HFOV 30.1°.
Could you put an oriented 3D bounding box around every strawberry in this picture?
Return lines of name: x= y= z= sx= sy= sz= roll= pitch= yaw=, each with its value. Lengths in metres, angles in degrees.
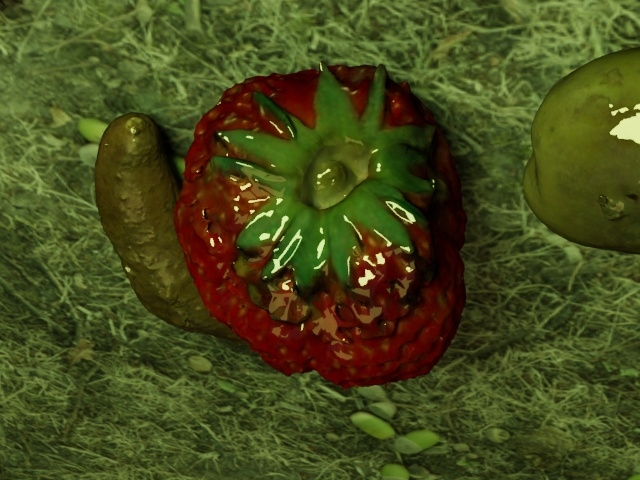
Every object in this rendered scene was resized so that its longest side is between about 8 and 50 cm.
strawberry: x=0.000 y=0.000 z=0.990 sx=0.238 sy=0.250 sz=0.288 roll=7 pitch=162 yaw=-2

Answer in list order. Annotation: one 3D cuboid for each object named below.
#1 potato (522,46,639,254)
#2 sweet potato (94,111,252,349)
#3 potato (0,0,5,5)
potato: x=0.299 y=-0.065 z=0.907 sx=0.296 sy=0.141 sz=0.192 roll=-7 pitch=136 yaw=17
sweet potato: x=-0.133 y=0.022 z=1.140 sx=0.114 sy=0.092 sz=0.341 roll=-22 pitch=129 yaw=12
potato: x=-0.326 y=-0.229 z=0.896 sx=0.089 sy=0.101 sz=0.172 roll=-7 pitch=178 yaw=25
